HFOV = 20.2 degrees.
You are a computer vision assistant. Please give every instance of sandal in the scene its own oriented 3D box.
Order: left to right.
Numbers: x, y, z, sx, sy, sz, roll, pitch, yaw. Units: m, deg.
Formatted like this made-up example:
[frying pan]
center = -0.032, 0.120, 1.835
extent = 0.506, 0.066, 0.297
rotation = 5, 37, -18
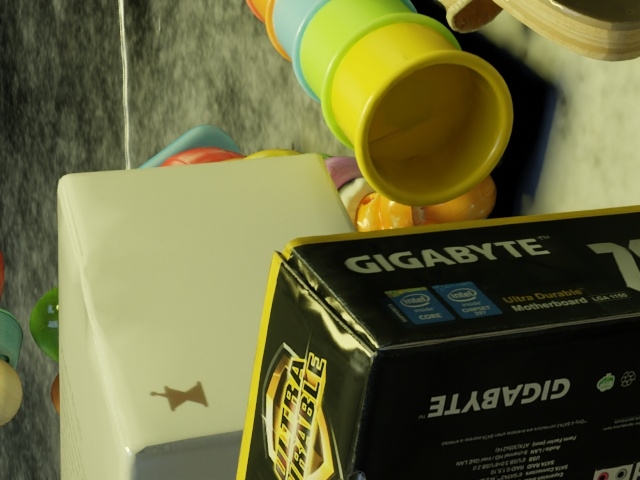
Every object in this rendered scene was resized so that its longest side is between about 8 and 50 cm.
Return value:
[sandal]
center = 0.090, -0.142, 0.984
extent = 0.240, 0.088, 0.079
rotation = 47, 142, 42

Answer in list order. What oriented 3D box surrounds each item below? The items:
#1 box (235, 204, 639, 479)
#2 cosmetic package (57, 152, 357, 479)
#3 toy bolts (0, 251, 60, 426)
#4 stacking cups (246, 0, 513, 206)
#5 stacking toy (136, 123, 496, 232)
[box]
center = 0.120, 0.113, 0.701
extent = 0.079, 0.322, 0.257
rotation = 48, 136, 49
[cosmetic package]
center = -0.060, 0.200, 1.057
extent = 0.230, 0.161, 0.453
rotation = -113, 22, -49
[toy bolts]
center = -0.213, 0.075, 1.472
extent = 0.218, 0.228, 0.158
rotation = -62, 39, 35
[stacking cups]
center = 0.013, -0.137, 1.110
extent = 0.316, 0.096, 0.096
rotation = -123, 37, -53
[stacking toy]
center = 0.000, 0.000, 1.144
extent = 0.301, 0.175, 0.166
rotation = -15, 110, 46
